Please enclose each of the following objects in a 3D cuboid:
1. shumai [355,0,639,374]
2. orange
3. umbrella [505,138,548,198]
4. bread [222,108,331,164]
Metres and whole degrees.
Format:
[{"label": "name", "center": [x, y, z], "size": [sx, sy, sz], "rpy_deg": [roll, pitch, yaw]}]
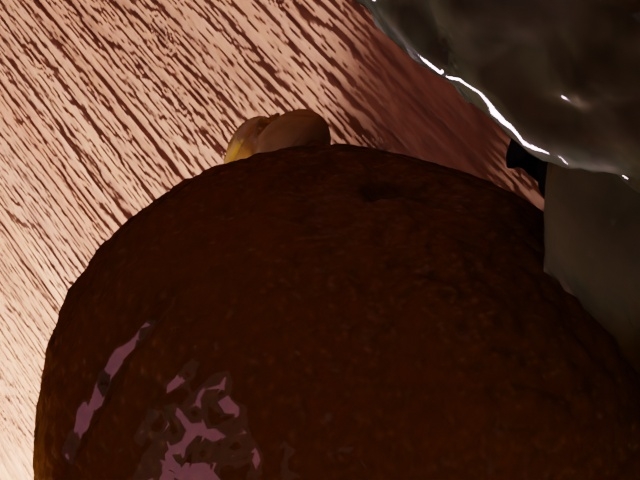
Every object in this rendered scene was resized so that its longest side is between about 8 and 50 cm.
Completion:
[{"label": "shumai", "center": [0.191, -0.094, 0.578], "size": [0.323, 0.397, 0.324], "rpy_deg": [71, -162, -44]}, {"label": "orange", "center": [0.015, 0.132, 0.919], "size": [0.322, 0.322, 0.357], "rpy_deg": [40, 140, 46]}, {"label": "umbrella", "center": [0.141, -0.161, 0.803], "size": [0.118, 0.118, 0.340], "rpy_deg": [21, 116, 55]}, {"label": "bread", "center": [0.000, 0.000, 1.110], "size": [0.177, 0.084, 0.119], "rpy_deg": [58, 143, 30]}]
